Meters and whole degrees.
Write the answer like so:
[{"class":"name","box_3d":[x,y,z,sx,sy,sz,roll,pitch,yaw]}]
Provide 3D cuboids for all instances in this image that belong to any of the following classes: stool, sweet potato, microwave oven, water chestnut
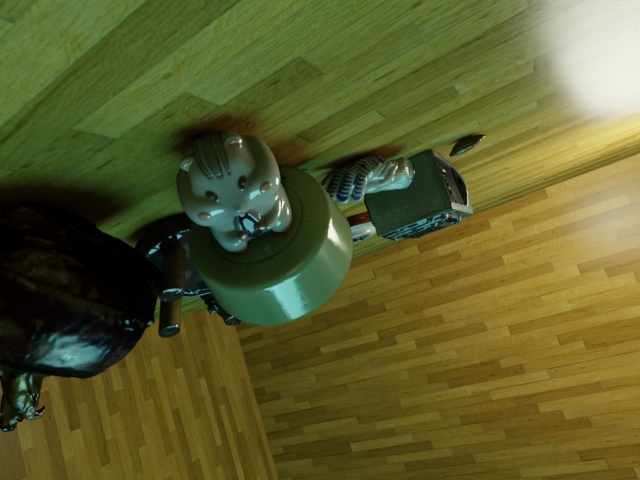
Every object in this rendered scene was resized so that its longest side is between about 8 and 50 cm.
[{"class":"stool","box_3d":[-0.280,0.083,1.018,0.272,0.178,0.272,-17,146,-12]},{"class":"sweet potato","box_3d":[0.355,-0.235,1.077,0.095,0.034,0.034,-31,168,14]},{"class":"microwave oven","box_3d":[0.278,-0.107,1.229,0.238,0.181,0.295,-23,170,26]},{"class":"water chestnut","box_3d":[-0.441,0.120,0.701,0.336,0.346,0.335,22,165,6]}]

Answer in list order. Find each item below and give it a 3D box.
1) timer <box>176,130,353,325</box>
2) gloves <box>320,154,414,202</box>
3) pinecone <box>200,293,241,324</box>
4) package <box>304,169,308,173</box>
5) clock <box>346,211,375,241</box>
[{"class":"timer","box_3d":[-0.114,-0.046,0.722,0.291,0.290,0.315,-19,148,4]},{"class":"gloves","box_3d":[0.098,-0.134,0.975,0.229,0.097,0.119,-19,168,-22]},{"class":"pinecone","box_3d":[-0.277,0.132,1.430,0.264,0.264,0.264,-18,171,-3]},{"class":"package","box_3d":[-0.045,-0.122,0.964,0.059,0.029,0.083,-42,172,2]},{"class":"clock","box_3d":[0.127,-0.031,1.744,0.319,0.080,0.318,-18,172,-3]}]
